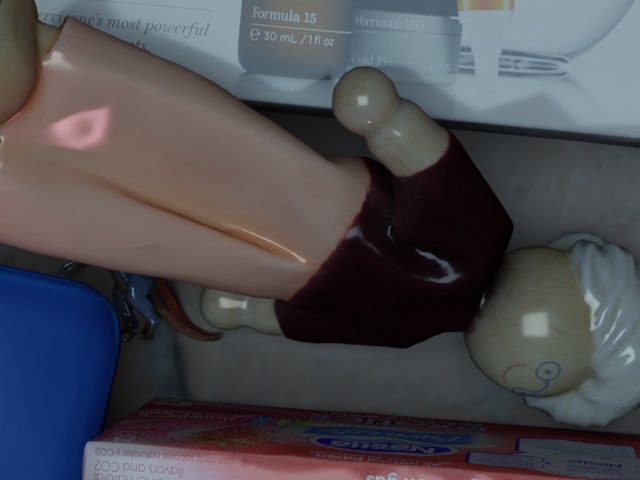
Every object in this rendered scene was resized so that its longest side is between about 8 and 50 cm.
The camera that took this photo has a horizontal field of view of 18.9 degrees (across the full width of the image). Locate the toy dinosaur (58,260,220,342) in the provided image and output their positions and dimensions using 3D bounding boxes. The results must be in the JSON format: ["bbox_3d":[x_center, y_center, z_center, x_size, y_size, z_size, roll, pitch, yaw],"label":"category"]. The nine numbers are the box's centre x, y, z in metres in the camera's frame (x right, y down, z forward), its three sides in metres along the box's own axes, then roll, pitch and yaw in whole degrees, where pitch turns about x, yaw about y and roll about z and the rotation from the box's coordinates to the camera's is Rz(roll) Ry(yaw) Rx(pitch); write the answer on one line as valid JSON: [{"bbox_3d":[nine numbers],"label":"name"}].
[{"bbox_3d":[-0.098,0.009,0.948,0.090,0.047,0.082,3,83,-26],"label":"toy dinosaur"}]

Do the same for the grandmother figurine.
[{"bbox_3d":[0.000,0.000,0.859,0.342,0.208,0.104,21,67,-13],"label":"grandmother figurine"}]

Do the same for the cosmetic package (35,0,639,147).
[{"bbox_3d":[-0.010,-0.202,0.892,0.377,0.097,0.284,5,91,7],"label":"cosmetic package"}]

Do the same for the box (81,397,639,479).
[{"bbox_3d":[0.050,0.159,0.869,0.300,0.154,0.142,4,93,6],"label":"box"}]

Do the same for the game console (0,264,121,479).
[{"bbox_3d":[-0.264,0.127,0.891,0.293,0.250,0.173,13,53,-11],"label":"game console"}]
